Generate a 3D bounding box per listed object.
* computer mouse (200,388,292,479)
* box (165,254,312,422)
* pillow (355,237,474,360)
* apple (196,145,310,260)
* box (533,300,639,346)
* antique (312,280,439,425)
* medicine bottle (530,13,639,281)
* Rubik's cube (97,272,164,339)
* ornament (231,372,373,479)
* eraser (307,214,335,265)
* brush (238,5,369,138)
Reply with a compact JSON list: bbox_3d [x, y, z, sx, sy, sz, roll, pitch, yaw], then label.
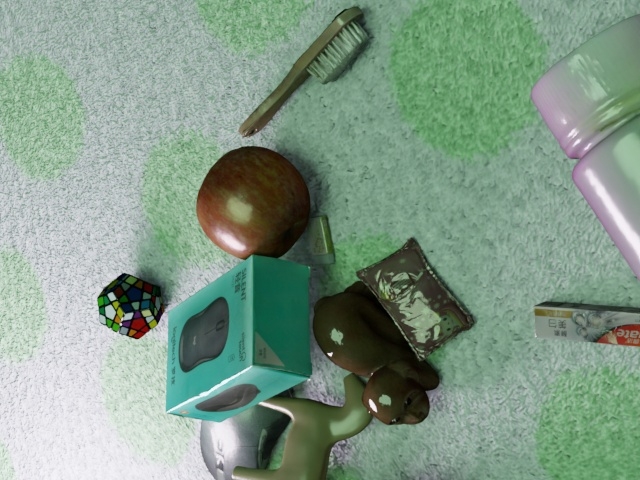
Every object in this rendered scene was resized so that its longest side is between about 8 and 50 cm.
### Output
[{"bbox_3d":[-0.161,0.375,2.163,0.167,0.090,0.379,29,118,30],"label":"computer mouse"},{"bbox_3d":[-0.146,0.173,1.988,0.311,0.118,0.205,-31,54,48],"label":"box"},{"bbox_3d":[0.154,0.094,1.882,0.118,0.043,0.185,-37,78,11],"label":"pillow"},{"bbox_3d":[-0.109,-0.058,1.960,0.174,0.188,0.188,38,120,21],"label":"apple"},{"bbox_3d":[0.418,0.123,1.699,0.218,0.039,0.055,4,101,36],"label":"box"},{"bbox_3d":[0.087,0.192,1.901,0.121,0.143,0.257,-37,80,34],"label":"antique"},{"bbox_3d":[0.455,-0.084,1.514,0.219,0.219,0.388,-40,75,36],"label":"medicine bottle"},{"bbox_3d":[-0.365,0.126,2.242,0.133,0.133,0.112,53,152,15],"label":"Rubik's cube"},{"bbox_3d":[-0.015,0.333,2.012,0.244,0.061,0.230,8,76,29],"label":"ornament"},{"bbox_3d":[0.000,0.000,1.997,0.038,0.019,0.083,-7,95,39],"label":"eraser"},{"bbox_3d":[-0.026,-0.261,1.936,0.065,0.070,0.327,51,127,4],"label":"brush"}]
